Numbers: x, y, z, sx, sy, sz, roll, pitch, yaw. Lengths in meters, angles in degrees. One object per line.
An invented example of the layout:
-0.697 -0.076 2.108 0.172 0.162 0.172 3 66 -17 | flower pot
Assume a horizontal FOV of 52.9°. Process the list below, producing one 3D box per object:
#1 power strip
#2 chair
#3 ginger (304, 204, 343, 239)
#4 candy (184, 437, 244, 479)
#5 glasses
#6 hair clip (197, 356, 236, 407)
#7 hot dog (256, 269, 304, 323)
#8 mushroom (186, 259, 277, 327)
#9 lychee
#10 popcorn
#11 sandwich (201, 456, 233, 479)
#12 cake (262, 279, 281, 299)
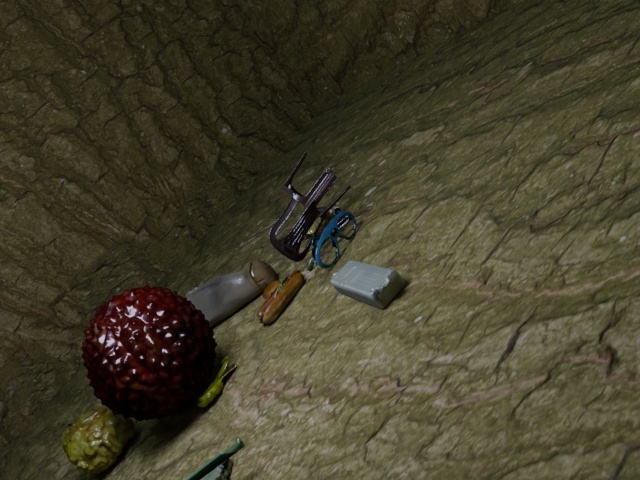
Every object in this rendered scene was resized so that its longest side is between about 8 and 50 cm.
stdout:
0.119 0.113 1.759 0.098 0.058 0.338 -47 19 -12 | power strip
-0.060 -0.110 2.222 0.326 0.175 0.183 -52 33 2 | chair
-0.001 -0.071 2.370 0.216 0.102 0.157 -31 -3 39 | ginger
-0.335 0.590 1.502 0.440 0.119 0.119 -39 18 17 | candy
0.032 0.020 2.163 0.239 0.102 0.207 -55 -6 -31 | glasses
-0.318 0.436 1.950 0.072 0.046 0.173 -39 14 44 | hair clip
-0.130 0.180 2.122 0.092 0.062 0.235 -23 25 54 | hot dog
-0.349 0.198 2.405 0.407 0.154 0.137 -33 -21 20 | mushroom
-0.539 0.346 2.026 0.424 0.424 0.500 -43 21 -3 | lychee
-0.740 0.639 2.126 0.233 0.192 0.266 -37 29 8 | popcorn
-0.245 0.557 1.529 0.093 0.036 0.105 -47 18 -14 | sandwich
-0.162 0.176 2.228 0.084 0.044 0.084 -37 21 16 | cake
